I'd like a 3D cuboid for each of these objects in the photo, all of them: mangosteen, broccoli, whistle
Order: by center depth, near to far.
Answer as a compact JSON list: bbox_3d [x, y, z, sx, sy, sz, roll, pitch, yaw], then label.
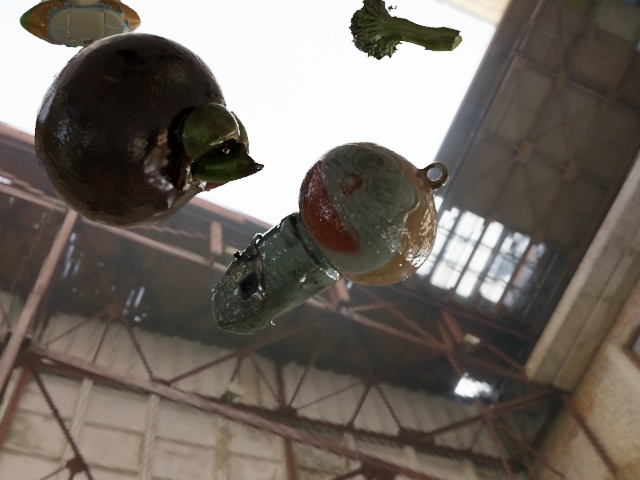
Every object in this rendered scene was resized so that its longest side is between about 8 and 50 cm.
[{"bbox_3d":[0.000,0.000,1.138,0.189,0.347,0.189,54,-168,-18],"label":"whistle"},{"bbox_3d":[-0.259,-0.147,1.436,0.359,0.306,0.306,36,-161,12],"label":"mangosteen"},{"bbox_3d":[0.146,-0.354,1.617,0.204,0.118,0.122,19,173,32],"label":"broccoli"}]

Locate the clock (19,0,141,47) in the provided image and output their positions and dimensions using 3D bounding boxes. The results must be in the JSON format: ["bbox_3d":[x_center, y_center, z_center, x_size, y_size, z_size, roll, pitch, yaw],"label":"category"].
[{"bbox_3d":[-0.447,-0.413,1.765,0.231,0.103,0.144,-5,-155,-27],"label":"clock"}]
